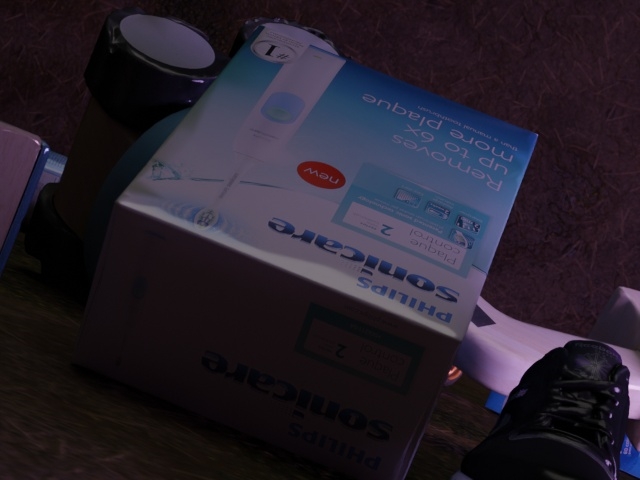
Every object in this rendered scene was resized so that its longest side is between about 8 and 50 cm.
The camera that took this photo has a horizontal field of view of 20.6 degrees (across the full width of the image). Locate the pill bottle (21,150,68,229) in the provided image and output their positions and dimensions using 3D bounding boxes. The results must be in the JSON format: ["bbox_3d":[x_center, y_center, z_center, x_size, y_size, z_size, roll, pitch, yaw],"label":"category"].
[{"bbox_3d":[-0.297,-0.054,1.825,0.160,0.087,0.087,21,2,-3],"label":"pill bottle"}]

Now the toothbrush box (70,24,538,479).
[{"bbox_3d":[0.000,0.000,1.130,0.216,0.126,0.295,22,32,5],"label":"toothbrush box"}]

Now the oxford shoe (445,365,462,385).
[{"bbox_3d":[0.107,0.088,1.831,0.133,0.130,0.363,29,2,-4],"label":"oxford shoe"}]

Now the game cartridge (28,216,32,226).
[{"bbox_3d":[-0.127,0.038,1.668,0.297,0.062,0.198,23,-2,31],"label":"game cartridge"}]

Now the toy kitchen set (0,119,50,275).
[{"bbox_3d":[-0.214,-0.019,1.075,0.207,0.122,0.166,23,2,42],"label":"toy kitchen set"}]

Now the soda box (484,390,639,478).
[{"bbox_3d":[0.280,0.184,1.817,0.210,0.067,0.071,22,2,35],"label":"soda box"}]

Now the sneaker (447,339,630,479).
[{"bbox_3d":[0.154,0.123,1.165,0.107,0.124,0.283,21,2,4],"label":"sneaker"}]

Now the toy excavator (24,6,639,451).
[{"bbox_3d":[0.045,0.028,1.418,0.433,0.222,0.445,-5,41,-44],"label":"toy excavator"}]
